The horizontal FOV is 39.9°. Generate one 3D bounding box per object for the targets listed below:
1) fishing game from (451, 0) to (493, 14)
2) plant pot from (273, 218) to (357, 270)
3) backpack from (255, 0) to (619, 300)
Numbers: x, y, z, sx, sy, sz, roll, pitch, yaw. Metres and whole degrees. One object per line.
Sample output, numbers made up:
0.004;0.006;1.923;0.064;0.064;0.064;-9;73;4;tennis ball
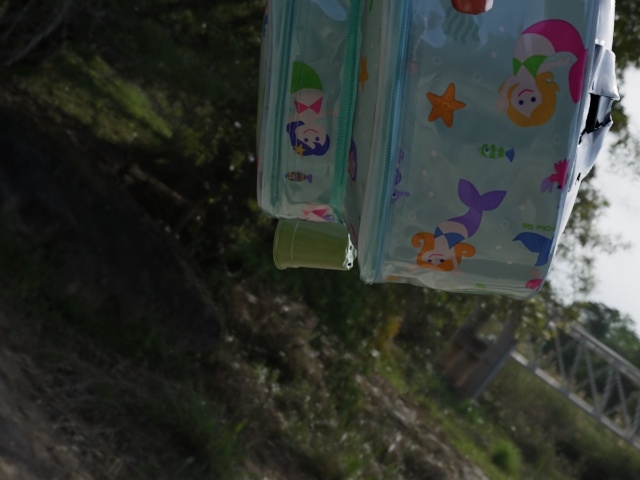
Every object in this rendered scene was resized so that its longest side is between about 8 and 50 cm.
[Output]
0.131;-0.053;0.050;0.264;0.041;0.189;7;-12;15;fishing game
0.000;0.000;0.982;0.079;0.083;0.083;12;-8;19;plant pot
0.061;-0.086;0.488;0.191;0.225;0.253;5;16;-2;backpack
